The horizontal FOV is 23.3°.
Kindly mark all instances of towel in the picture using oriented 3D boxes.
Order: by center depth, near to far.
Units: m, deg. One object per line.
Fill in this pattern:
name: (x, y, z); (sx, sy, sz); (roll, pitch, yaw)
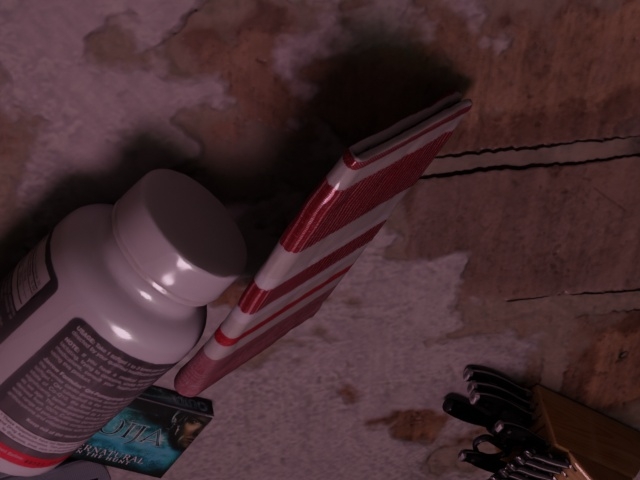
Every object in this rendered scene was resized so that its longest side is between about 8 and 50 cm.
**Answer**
towel: (0.000, 0.000, 1.484); (0.237, 0.037, 0.329); (-32, 162, -54)

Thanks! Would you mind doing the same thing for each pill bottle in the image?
pill bottle: (-0.223, 0.076, 1.505); (0.176, 0.176, 0.318); (28, 123, -36)

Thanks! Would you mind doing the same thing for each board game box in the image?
board game box: (-0.230, 0.205, 1.750); (0.186, 0.026, 0.126); (18, 129, -30)

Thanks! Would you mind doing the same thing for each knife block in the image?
knife block: (0.267, 0.232, 1.885); (0.088, 0.242, 0.275); (-42, 176, 28)

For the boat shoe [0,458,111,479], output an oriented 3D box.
boat shoe: (-0.339, 0.297, 1.735); (0.226, 0.083, 0.076); (1, 156, -44)
